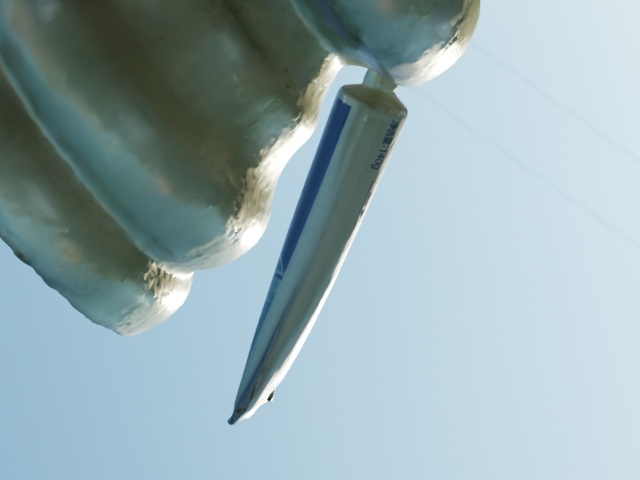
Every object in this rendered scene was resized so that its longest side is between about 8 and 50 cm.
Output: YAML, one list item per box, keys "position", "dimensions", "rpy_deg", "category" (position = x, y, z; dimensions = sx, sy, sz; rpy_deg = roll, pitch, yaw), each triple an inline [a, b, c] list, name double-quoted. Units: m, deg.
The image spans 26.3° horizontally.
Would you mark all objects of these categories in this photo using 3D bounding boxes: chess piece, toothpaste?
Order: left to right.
- position: [-0.009, -0.120, 0.628]
  dimensions: [0.182, 0.330, 0.182]
  rpy_deg: [53, -172, -11]
  category: "chess piece"
- position: [0.000, -0.001, 0.899]
  dimensions: [0.047, 0.268, 0.069]
  rpy_deg: [16, -162, -16]
  category: "toothpaste"
